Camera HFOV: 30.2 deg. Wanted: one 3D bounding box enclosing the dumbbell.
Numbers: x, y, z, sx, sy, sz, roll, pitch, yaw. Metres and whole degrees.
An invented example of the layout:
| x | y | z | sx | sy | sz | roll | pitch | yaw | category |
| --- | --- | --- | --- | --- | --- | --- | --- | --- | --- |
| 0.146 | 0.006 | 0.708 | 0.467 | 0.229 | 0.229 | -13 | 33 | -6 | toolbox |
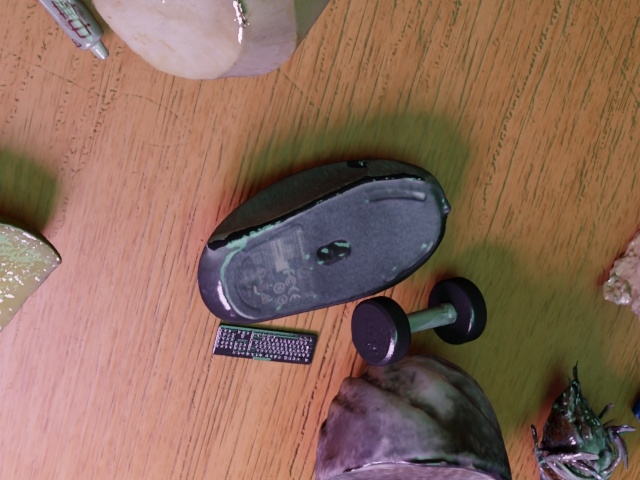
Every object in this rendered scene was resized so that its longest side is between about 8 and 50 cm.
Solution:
| x | y | z | sx | sy | sz | roll | pitch | yaw | category |
| --- | --- | --- | --- | --- | --- | --- | --- | --- | --- |
| 0.143 | 0.116 | 1.716 | 0.191 | 0.100 | 0.100 | -12 | 118 | -38 | dumbbell |

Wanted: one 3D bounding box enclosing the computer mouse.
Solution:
| x | y | z | sx | sy | sz | roll | pitch | yaw | category |
| --- | --- | --- | --- | --- | --- | --- | --- | --- | --- |
| -0.001 | -0.003 | 1.659 | 0.373 | 0.114 | 0.203 | -17 | 113 | -17 | computer mouse |

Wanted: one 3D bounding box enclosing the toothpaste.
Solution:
| x | y | z | sx | sy | sz | roll | pitch | yaw | category |
| --- | --- | --- | --- | --- | --- | --- | --- | --- | --- |
| -0.339 | -0.319 | 1.479 | 0.060 | 0.038 | 0.233 | -37 | 114 | 0 | toothpaste |

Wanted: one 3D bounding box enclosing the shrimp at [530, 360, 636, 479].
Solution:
| x | y | z | sx | sy | sz | roll | pitch | yaw | category |
| --- | --- | --- | --- | --- | --- | --- | --- | --- | --- |
| 0.418 | 0.391 | 1.919 | 0.221 | 0.166 | 0.411 | -29 | 137 | -38 | shrimp |

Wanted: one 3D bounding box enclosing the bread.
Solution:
| x | y | z | sx | sy | sz | roll | pitch | yaw | category |
| --- | --- | --- | --- | --- | --- | --- | --- | --- | --- |
| 0.589 | 0.053 | 1.802 | 0.211 | 0.183 | 0.224 | 21 | 108 | -27 | bread |

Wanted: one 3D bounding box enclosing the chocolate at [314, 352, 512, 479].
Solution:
| x | y | z | sx | sy | sz | roll | pitch | yaw | category |
| --- | --- | --- | --- | --- | --- | --- | --- | --- | --- |
| 0.131 | 0.280 | 1.755 | 0.303 | 0.213 | 0.303 | 0 | 153 | 0 | chocolate |

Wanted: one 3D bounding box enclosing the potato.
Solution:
| x | y | z | sx | sy | sz | roll | pitch | yaw | category |
| --- | --- | --- | --- | --- | --- | --- | --- | --- | --- |
| -0.465 | 0.059 | 1.567 | 0.255 | 0.112 | 0.269 | -25 | 119 | -7 | potato |

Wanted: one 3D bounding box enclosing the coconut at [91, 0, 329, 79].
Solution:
| x | y | z | sx | sy | sz | roll | pitch | yaw | category |
| --- | --- | --- | --- | --- | --- | --- | --- | --- | --- |
| -0.119 | -0.353 | 1.380 | 0.323 | 0.323 | 0.323 | -5 | 114 | -12 | coconut |

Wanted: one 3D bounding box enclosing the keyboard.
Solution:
| x | y | z | sx | sy | sz | roll | pitch | yaw | category |
| --- | --- | --- | --- | --- | --- | --- | --- | --- | --- |
| -0.082 | 0.155 | 1.760 | 0.155 | 0.010 | 0.053 | 7 | 112 | -18 | keyboard |

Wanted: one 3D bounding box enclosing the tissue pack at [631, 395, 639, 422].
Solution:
| x | y | z | sx | sy | sz | roll | pitch | yaw | category |
| --- | --- | --- | --- | --- | --- | --- | --- | --- | --- |
| 0.643 | 0.226 | 1.874 | 0.146 | 0.198 | 0.263 | 21 | 106 | -23 | tissue pack |
